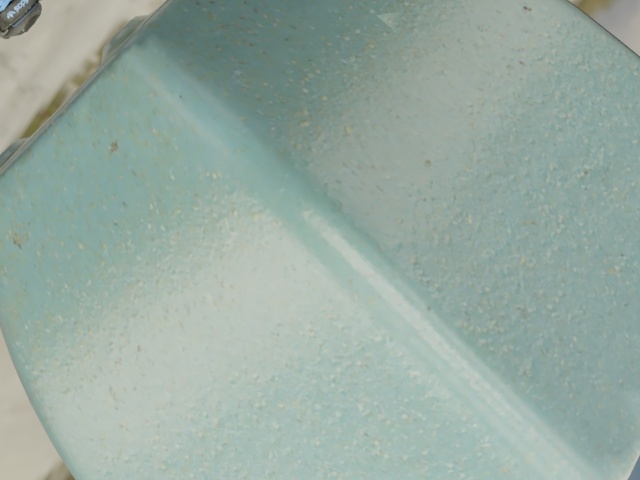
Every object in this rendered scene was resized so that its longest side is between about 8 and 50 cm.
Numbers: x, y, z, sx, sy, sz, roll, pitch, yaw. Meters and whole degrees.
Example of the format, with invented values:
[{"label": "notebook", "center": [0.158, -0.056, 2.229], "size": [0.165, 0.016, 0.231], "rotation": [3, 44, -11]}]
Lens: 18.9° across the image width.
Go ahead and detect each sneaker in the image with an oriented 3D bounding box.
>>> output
[{"label": "sneaker", "center": [-0.253, -0.210, 1.531], "size": [0.058, 0.084, 0.152], "rotation": [-48, -176, -26]}]

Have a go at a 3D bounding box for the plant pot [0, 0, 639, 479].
[{"label": "plant pot", "center": [0.000, 0.000, 0.847], "size": [0.247, 0.252, 0.248], "rotation": [-39, -171, 44]}]
